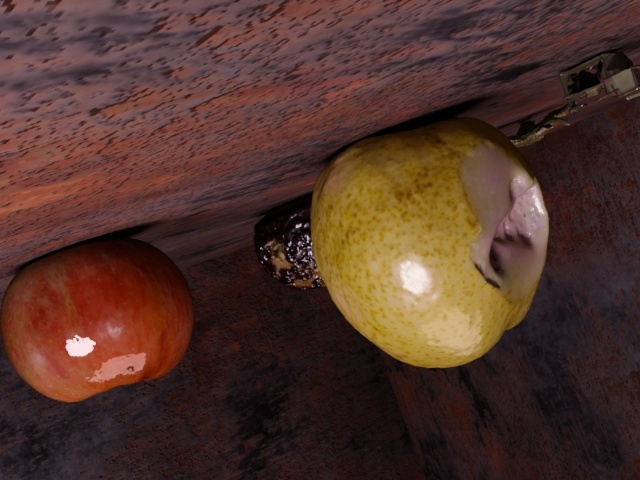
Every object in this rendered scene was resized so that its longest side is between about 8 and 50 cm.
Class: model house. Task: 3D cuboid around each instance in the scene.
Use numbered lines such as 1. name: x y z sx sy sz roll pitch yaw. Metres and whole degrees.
1. model house: 0.306 -0.170 0.768 0.058 0.057 0.083 -14 174 -42

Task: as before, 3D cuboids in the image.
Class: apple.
1. apple: -0.242 0.087 0.805 0.209 0.164 0.209 -17 179 0

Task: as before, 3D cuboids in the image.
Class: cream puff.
1. cream puff: 0.000 0.000 1.317 0.238 0.165 0.239 -18 -178 1

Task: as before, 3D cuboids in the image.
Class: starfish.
1. starfish: 0.374 -0.204 1.347 0.208 0.053 0.176 -13 -167 26

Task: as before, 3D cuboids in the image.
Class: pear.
1. pear: 0.118 -0.001 0.785 0.271 0.271 0.271 -20 180 0
